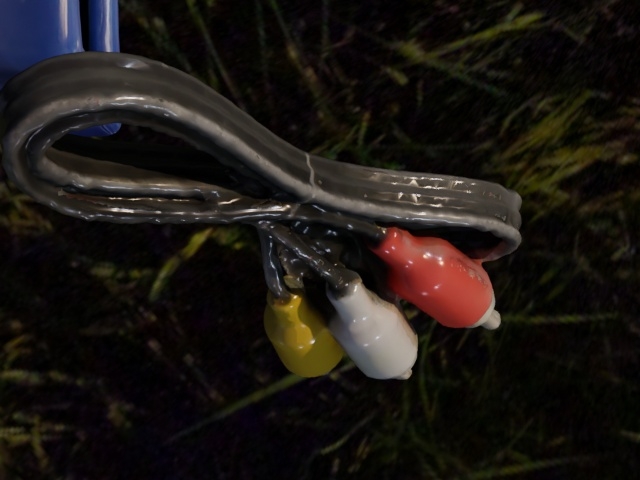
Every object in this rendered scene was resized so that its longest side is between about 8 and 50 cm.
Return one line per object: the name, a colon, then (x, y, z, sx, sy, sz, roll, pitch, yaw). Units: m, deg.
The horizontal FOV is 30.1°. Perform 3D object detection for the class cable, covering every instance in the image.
cable: (0.000, 0.000, 0.484, 0.139, 0.287, 0.072, -20, 67, 19)

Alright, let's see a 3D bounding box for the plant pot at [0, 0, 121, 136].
plant pot: (-0.203, -0.168, 0.522, 0.212, 0.236, 0.236, -1, 89, -6)
